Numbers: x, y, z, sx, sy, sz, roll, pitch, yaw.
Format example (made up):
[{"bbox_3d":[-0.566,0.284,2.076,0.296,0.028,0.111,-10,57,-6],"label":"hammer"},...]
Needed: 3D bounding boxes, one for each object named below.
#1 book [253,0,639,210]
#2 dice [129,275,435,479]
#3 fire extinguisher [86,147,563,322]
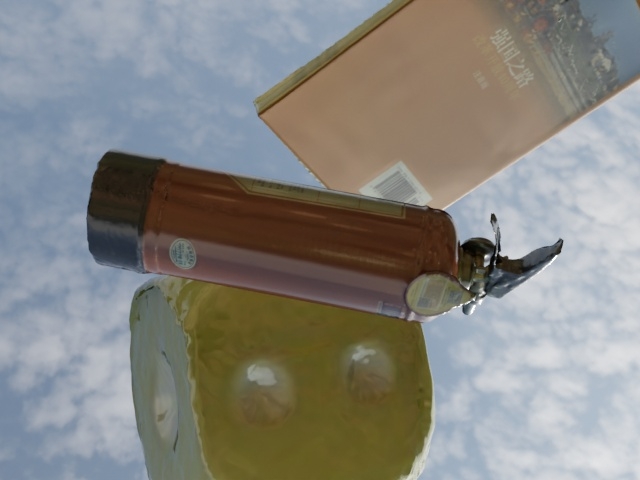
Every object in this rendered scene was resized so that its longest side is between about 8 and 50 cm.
[{"bbox_3d":[0.153,-0.162,0.864,0.262,0.373,0.028,45,-163,-40],"label":"book"},{"bbox_3d":[-0.032,0.098,0.583,0.169,0.166,0.169,-6,-95,-27],"label":"dice"},{"bbox_3d":[0.000,0.000,0.328,0.177,0.062,0.050,10,-129,3],"label":"fire extinguisher"}]
